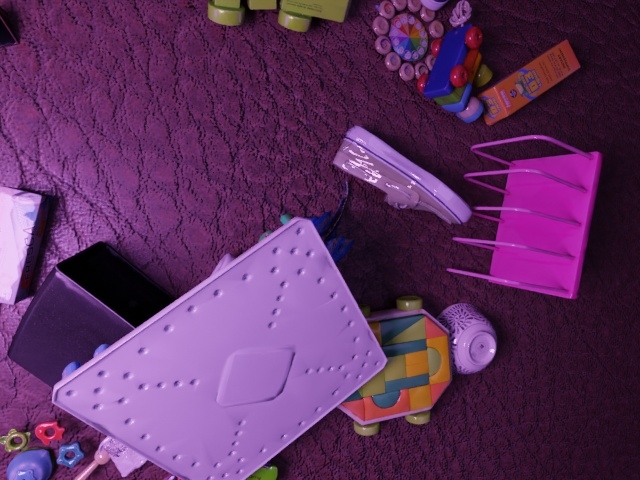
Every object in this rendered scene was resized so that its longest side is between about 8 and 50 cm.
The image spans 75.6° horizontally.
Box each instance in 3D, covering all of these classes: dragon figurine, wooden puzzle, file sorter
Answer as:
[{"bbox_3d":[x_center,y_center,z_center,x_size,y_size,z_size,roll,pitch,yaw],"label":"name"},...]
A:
[{"bbox_3d":[0.000,0.000,0.772,0.289,0.144,0.085,-44,107,-18],"label":"dragon figurine"},{"bbox_3d":[0.153,-0.435,0.870,0.078,0.014,0.116,-14,97,-20],"label":"wooden puzzle"},{"bbox_3d":[0.403,-0.050,0.854,0.182,0.202,0.291,11,90,-26],"label":"file sorter"}]

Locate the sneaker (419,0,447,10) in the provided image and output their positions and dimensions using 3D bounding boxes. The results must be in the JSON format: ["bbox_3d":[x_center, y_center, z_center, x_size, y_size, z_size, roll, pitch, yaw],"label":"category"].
[{"bbox_3d":[0.283,-0.626,0.820,0.099,0.153,0.282,14,84,-17],"label":"sneaker"}]

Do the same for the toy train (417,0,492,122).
[{"bbox_3d":[0.316,-0.387,0.872,0.143,0.105,0.248,28,81,-35],"label":"toy train"}]

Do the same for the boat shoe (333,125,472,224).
[{"bbox_3d":[0.165,-0.114,0.842,0.302,0.109,0.094,35,100,1],"label":"boat shoe"}]

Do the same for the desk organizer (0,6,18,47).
[{"bbox_3d":[-0.557,-0.325,0.642,0.130,0.047,0.050,-21,101,-15],"label":"desk organizer"}]

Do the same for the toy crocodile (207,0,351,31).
[{"bbox_3d":[-0.101,-0.461,0.750,0.340,0.105,0.115,-3,135,-18],"label":"toy crocodile"}]

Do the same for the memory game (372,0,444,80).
[{"bbox_3d":[0.191,-0.431,0.870,0.186,0.012,0.186,0,91,-23],"label":"memory game"}]

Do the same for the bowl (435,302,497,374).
[{"bbox_3d":[0.337,0.231,0.925,0.170,0.080,0.170,-1,92,-17],"label":"bowl"}]

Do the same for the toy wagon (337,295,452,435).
[{"bbox_3d":[0.106,0.265,0.854,0.344,0.068,0.267,-7,95,-14],"label":"toy wagon"}]

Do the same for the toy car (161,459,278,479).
[{"bbox_3d":[-0.193,0.429,0.789,0.224,0.053,0.239,21,87,-17],"label":"toy car"}]

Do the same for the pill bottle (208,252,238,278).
[{"bbox_3d":[-0.116,0.116,0.766,0.193,0.108,0.108,33,83,-16],"label":"pill bottle"}]

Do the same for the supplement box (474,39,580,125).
[{"bbox_3d":[0.468,-0.357,0.936,0.233,0.080,0.078,-35,99,-10],"label":"supplement box"}]

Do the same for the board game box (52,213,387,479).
[{"bbox_3d":[-0.109,0.201,0.656,0.390,0.050,0.390,-36,127,-9],"label":"board game box"}]

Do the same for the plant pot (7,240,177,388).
[{"bbox_3d":[-0.363,0.136,0.665,0.167,0.188,0.187,-45,105,2],"label":"plant pot"}]

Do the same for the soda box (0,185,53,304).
[{"bbox_3d":[-0.499,0.008,0.671,0.062,0.058,0.183,14,89,-17],"label":"soda box"}]

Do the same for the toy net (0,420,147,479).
[{"bbox_3d":[-0.418,0.364,0.724,0.232,0.045,0.122,-2,92,-18],"label":"toy net"}]
